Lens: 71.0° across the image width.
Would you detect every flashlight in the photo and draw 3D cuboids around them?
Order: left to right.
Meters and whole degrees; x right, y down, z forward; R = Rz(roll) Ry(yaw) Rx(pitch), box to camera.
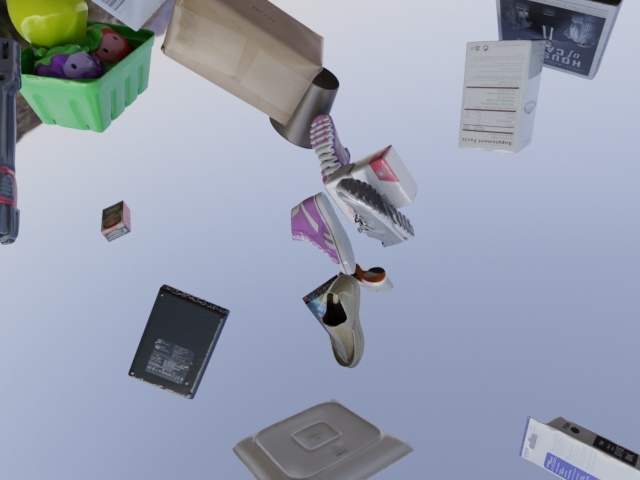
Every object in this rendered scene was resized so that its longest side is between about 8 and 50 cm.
[{"bbox_3d":[-0.500,-0.146,0.660,0.103,0.103,0.303,-22,-108,51],"label":"flashlight"}]

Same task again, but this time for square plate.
[{"bbox_3d":[-0.005,0.510,1.130,0.348,0.049,0.344,-13,-171,-30],"label":"square plate"}]

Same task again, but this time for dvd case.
[{"bbox_3d":[0.385,-0.354,0.751,0.179,0.239,0.029,29,-85,24],"label":"dvd case"}]

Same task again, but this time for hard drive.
[{"bbox_3d":[-0.189,0.136,0.597,0.022,0.094,0.135,-85,-161,-77],"label":"hard drive"}]

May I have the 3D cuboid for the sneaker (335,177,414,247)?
[{"bbox_3d":[0.133,-0.059,1.215,0.115,0.281,0.105,-36,-146,28],"label":"sneaker"}]

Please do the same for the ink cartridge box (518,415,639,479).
[{"bbox_3d":[0.710,0.585,1.179,0.333,0.165,0.065,20,-146,37],"label":"ink cartridge box"}]

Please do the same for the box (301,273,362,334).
[{"bbox_3d":[0.050,0.252,1.714,0.159,0.233,0.044,-34,-139,-3],"label":"box"}]

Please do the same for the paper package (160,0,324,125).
[{"bbox_3d":[-0.167,-0.475,1.083,0.168,0.325,0.309,-52,-159,32],"label":"paper package"}]

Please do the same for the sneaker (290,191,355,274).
[{"bbox_3d":[0.000,0.000,1.456,0.161,0.281,0.102,-26,177,19],"label":"sneaker"}]

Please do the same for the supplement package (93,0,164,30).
[{"bbox_3d":[-0.423,-0.601,0.860,0.198,0.262,0.199,-41,170,11],"label":"supplement package"}]

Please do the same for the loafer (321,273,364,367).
[{"bbox_3d":[0.052,0.225,1.205,0.102,0.268,0.092,8,-162,44],"label":"loafer"}]

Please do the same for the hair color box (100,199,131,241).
[{"bbox_3d":[-0.613,-0.060,1.347,0.072,0.043,0.141,-27,-141,-6],"label":"hair color box"}]

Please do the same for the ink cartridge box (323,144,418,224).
[{"bbox_3d":[0.143,-0.154,1.287,0.218,0.158,0.092,-20,-153,39],"label":"ink cartridge box"}]

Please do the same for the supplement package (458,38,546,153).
[{"bbox_3d":[0.314,-0.252,0.783,0.105,0.179,0.105,14,-151,33],"label":"supplement package"}]

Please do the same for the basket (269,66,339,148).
[{"bbox_3d":[-0.044,-0.452,1.488,0.154,0.204,0.226,-49,176,-45],"label":"basket"}]

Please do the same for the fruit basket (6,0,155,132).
[{"bbox_3d":[-0.630,-0.518,1.155,0.283,0.391,0.391,10,-137,3],"label":"fruit basket"}]

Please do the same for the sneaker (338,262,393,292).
[{"bbox_3d":[0.185,0.168,1.864,0.263,0.121,0.099,9,-122,49],"label":"sneaker"}]

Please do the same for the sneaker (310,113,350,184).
[{"bbox_3d":[0.043,-0.288,1.437,0.105,0.236,0.095,-23,-166,-39],"label":"sneaker"}]
